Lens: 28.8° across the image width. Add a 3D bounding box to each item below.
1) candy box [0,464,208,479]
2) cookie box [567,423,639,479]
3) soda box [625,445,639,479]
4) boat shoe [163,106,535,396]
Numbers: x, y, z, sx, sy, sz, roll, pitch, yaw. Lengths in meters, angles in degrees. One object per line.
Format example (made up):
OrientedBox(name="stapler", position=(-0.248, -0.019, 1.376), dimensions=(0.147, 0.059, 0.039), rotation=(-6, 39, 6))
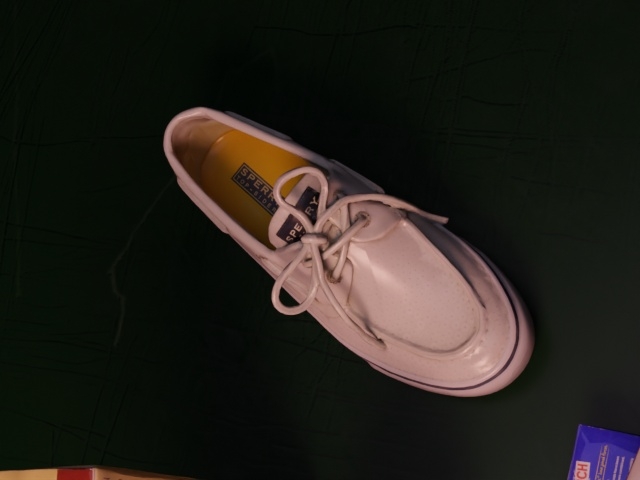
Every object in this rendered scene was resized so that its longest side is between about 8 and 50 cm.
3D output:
OrientedBox(name="candy box", position=(-0.106, 0.265, 0.892), dimensions=(0.088, 0.316, 0.182), rotation=(-6, 74, 26))
OrientedBox(name="cookie box", position=(0.235, 0.188, 0.905), dimensions=(0.107, 0.040, 0.091), rotation=(9, 82, 26))
OrientedBox(name="soda box", position=(0.242, 0.197, 0.829), dimensions=(0.092, 0.083, 0.263), rotation=(21, 87, 26))
OrientedBox(name="boat shoe", position=(0.004, -0.008, 1.004), dimensions=(0.367, 0.156, 0.136), rotation=(40, 95, 29))
